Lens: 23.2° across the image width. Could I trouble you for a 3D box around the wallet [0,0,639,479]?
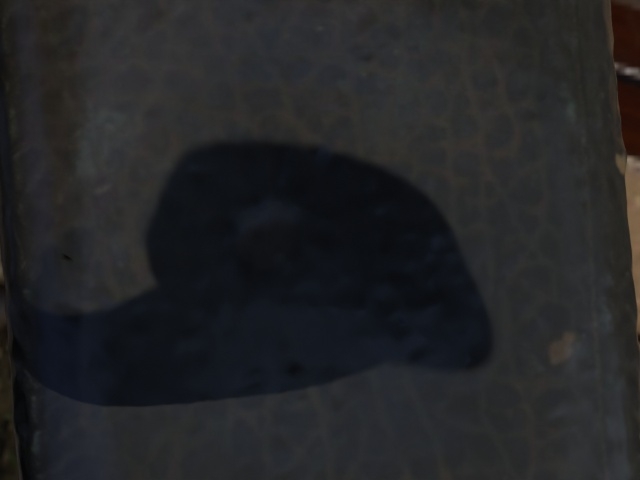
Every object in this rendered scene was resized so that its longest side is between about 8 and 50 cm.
[{"bbox_3d":[0.000,0.000,0.416,0.171,0.321,0.044,-5,-177,-12],"label":"wallet"}]
